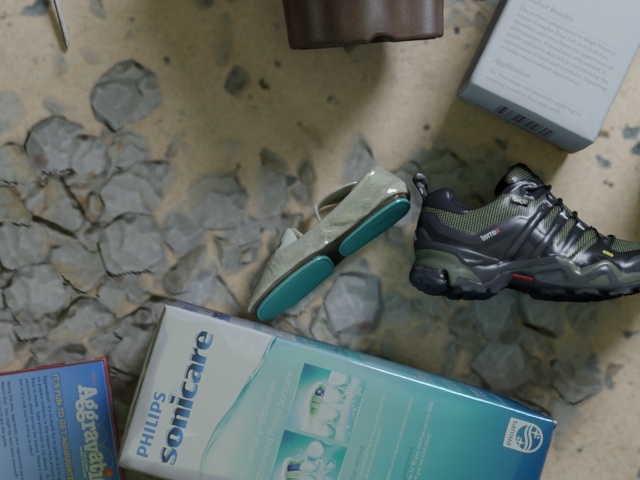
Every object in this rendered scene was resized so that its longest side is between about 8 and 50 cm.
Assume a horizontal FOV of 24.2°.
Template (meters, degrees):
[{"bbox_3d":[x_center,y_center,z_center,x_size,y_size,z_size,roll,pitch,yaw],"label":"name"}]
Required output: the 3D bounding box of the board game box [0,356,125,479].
[{"bbox_3d":[-0.227,0.245,1.231,0.145,0.027,0.281,-8,90,-1],"label":"board game box"}]

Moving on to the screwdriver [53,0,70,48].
[{"bbox_3d":[-0.228,-0.243,1.239,0.025,0.024,0.169,-17,92,26],"label":"screwdriver"}]

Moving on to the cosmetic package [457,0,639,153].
[{"bbox_3d":[0.214,-0.201,1.230,0.117,0.085,0.231,27,86,-3],"label":"cosmetic package"}]

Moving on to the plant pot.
[{"bbox_3d":[0.030,-0.238,1.188,0.167,0.167,0.165,-5,97,-3],"label":"plant pot"}]

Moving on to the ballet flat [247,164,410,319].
[{"bbox_3d":[0.000,0.000,1.240,0.168,0.057,0.052,-37,64,-6],"label":"ballet flat"}]

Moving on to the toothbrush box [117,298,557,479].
[{"bbox_3d":[0.007,0.145,1.151,0.296,0.216,0.126,16,88,-2],"label":"toothbrush box"}]

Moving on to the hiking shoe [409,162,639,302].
[{"bbox_3d":[0.186,-0.008,1.224,0.227,0.086,0.114,2,84,-10],"label":"hiking shoe"}]
